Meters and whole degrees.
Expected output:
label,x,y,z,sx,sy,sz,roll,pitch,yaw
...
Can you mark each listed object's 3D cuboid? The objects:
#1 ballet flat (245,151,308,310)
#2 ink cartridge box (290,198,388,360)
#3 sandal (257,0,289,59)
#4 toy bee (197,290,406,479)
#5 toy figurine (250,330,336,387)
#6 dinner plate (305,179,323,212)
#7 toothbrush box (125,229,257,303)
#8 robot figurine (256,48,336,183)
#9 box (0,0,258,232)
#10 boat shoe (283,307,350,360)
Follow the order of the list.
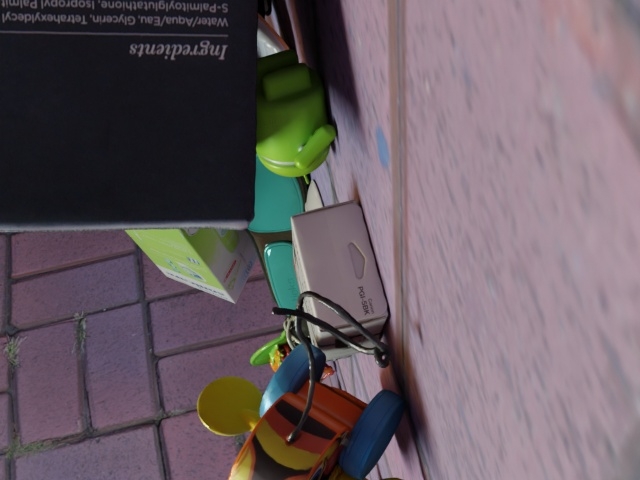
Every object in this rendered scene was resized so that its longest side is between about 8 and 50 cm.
label,x,y,z,sx,sy,sz,roll,pitch,yaw
ballet flat,-0.052,-0.026,1.141,0.096,0.095,0.280,-83,-12,-49
ink cartridge box,0.012,0.038,0.736,0.135,0.056,0.099,92,164,-72
sandal,-0.081,-0.270,0.988,0.265,0.076,0.102,48,173,36
toy bee,-0.024,0.156,0.671,0.195,0.162,0.298,22,161,38
toy figurine,-0.012,0.219,1.388,0.159,0.130,0.173,62,146,18
dinner plate,0.000,0.000,1.035,0.141,0.017,0.141,168,90,-87
toothbrush box,-0.149,-0.069,1.163,0.283,0.122,0.206,72,-139,-67
robot figurine,-0.027,-0.103,0.760,0.101,0.067,0.115,-125,19,-44
box,-0.159,-0.235,0.657,0.293,0.212,0.395,-118,27,-71
boat shoe,-0.003,0.106,1.002,0.219,0.070,0.078,90,164,-73
